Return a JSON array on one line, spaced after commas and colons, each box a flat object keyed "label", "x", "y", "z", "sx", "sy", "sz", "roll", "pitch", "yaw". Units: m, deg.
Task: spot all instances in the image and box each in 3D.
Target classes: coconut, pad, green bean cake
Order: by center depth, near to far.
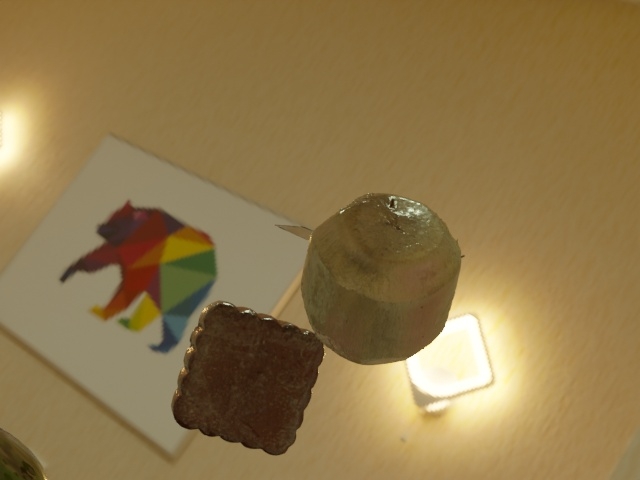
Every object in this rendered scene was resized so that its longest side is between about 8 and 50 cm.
[{"label": "coconut", "x": 0.041, "y": 0.033, "z": 0.685, "sx": 0.110, "sy": 0.110, "sz": 0.124, "roll": 31, "pitch": -42, "yaw": 18}, {"label": "green bean cake", "x": -0.076, "y": 0.139, "z": 1.013, "sx": 0.136, "sy": 0.135, "sz": 0.056, "roll": 20, "pitch": -2, "yaw": -13}, {"label": "pad", "x": 0.000, "y": 0.000, "z": 1.451, "sx": 0.112, "sy": 0.003, "sz": 0.157, "roll": 24, "pitch": -5, "yaw": -17}]

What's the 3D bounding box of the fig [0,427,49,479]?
[{"label": "fig", "x": -0.364, "y": 0.292, "z": 1.014, "sx": 0.230, "sy": 0.207, "sz": 0.207, "roll": 38, "pitch": -12, "yaw": -17}]
